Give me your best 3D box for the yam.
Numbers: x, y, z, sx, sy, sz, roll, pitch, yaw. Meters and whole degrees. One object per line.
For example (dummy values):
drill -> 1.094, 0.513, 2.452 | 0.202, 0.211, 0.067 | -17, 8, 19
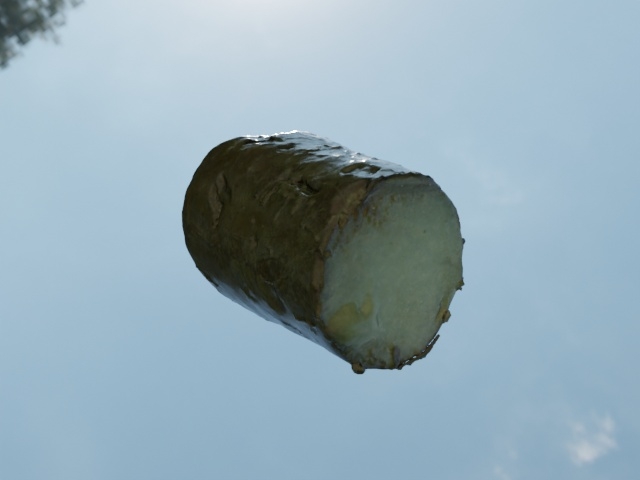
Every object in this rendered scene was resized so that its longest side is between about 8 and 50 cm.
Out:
yam -> 0.000, 0.000, 1.308 | 0.195, 0.195, 0.300 | -44, -149, -13
